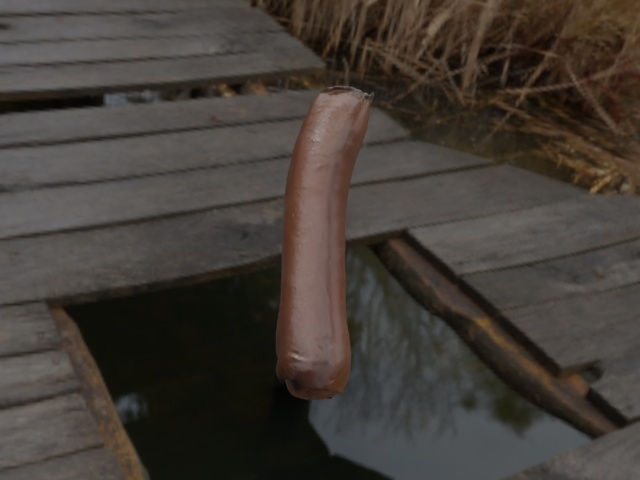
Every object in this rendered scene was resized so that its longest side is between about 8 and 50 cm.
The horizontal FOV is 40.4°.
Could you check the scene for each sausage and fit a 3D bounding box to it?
[{"bbox_3d":[0.001,0.000,0.488,0.040,0.177,0.047,15,-17,-42],"label":"sausage"}]
